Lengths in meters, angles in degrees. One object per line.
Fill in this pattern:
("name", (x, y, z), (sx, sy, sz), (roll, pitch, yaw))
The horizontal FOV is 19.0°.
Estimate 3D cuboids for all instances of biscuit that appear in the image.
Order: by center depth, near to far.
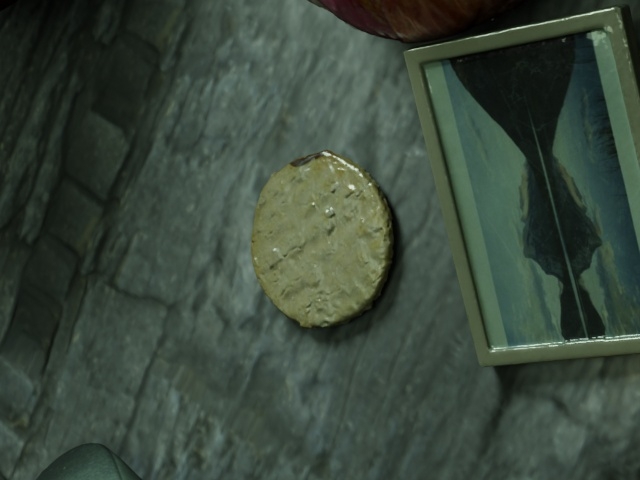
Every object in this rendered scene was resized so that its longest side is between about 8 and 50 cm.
("biscuit", (0.000, 0.000, 1.265), (0.120, 0.015, 0.120), (-1, 89, 38))

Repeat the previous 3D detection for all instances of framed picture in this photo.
("framed picture", (0.135, -0.027, 1.128), (0.150, 0.015, 0.203), (-7, 100, 37))

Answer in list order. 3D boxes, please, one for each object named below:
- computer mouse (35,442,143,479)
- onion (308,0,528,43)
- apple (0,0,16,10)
("computer mouse", (-0.164, 0.235, 1.320), (0.379, 0.090, 0.167), (26, 89, 47))
("onion", (0.045, -0.232, 1.143), (0.230, 0.163, 0.230), (2, 93, 46))
("apple", (-0.307, -0.283, 1.353), (0.317, 0.288, 0.288), (18, 100, 50))
